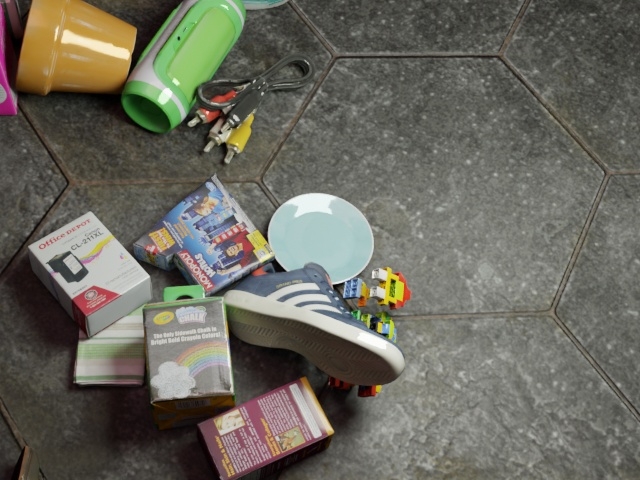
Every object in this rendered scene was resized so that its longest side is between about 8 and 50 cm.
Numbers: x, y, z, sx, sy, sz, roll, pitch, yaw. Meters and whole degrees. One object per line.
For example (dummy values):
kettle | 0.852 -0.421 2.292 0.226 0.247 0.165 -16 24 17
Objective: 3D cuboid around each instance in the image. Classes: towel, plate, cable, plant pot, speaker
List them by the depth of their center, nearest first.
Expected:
towel | -0.342 0.169 1.615 0.113 0.023 0.152 2 59 -7
plate | 0.000 0.000 1.728 0.188 0.024 0.188 4 58 -7
plant pot | -0.443 -0.354 1.802 0.188 0.205 0.205 12 60 -16
speaker | -0.253 -0.345 1.841 0.131 0.131 0.296 24 62 8
cable | -0.135 -0.277 1.848 0.139 0.072 0.287 47 57 -8

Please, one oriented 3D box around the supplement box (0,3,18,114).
supplement box | -0.612 -0.328 1.746 0.111 0.220 0.114 -2 60 -7

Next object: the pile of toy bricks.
pile of toy bricks | 0.090 0.160 1.617 0.105 0.118 0.212 23 66 -38

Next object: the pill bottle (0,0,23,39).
pill bottle | -0.676 -0.421 1.850 0.208 0.117 0.117 -12 63 -11

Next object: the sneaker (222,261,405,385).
sneaker | 0.004 0.113 1.562 0.350 0.131 0.148 18 51 34

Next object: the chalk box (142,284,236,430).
chalk box | -0.209 0.174 1.560 0.132 0.132 0.213 -5 61 -7

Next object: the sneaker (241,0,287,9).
sneaker | -0.197 -0.551 1.962 0.302 0.121 0.108 12 61 1

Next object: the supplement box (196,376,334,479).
supplement box | -0.087 0.304 1.527 0.188 0.081 0.104 -22 66 -16

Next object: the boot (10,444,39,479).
boot | -0.409 0.414 1.456 0.106 0.082 0.219 12 54 -24

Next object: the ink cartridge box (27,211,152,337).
ink cartridge box | -0.382 0.054 1.627 0.127 0.072 0.175 -34 64 -26

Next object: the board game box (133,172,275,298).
board game box | -0.211 0.010 1.689 0.194 0.060 0.194 -30 68 -18
